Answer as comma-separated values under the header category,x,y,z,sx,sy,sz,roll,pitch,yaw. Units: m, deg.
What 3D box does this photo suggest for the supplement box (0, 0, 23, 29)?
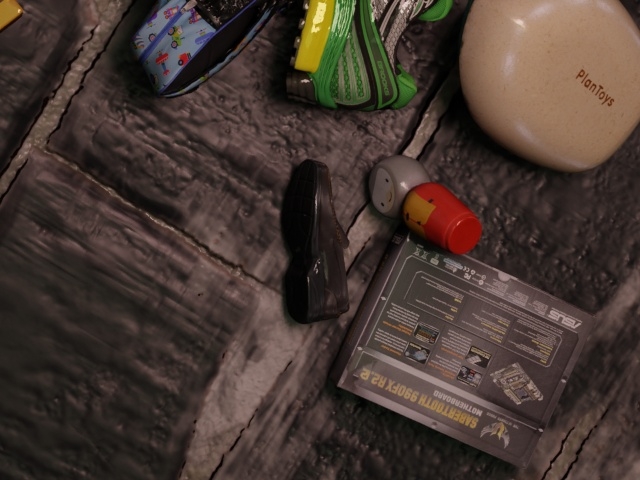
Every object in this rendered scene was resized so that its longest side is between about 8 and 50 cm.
category,x,y,z,sx,sy,sz,roll,pitch,yaw
supplement box,-0.417,-0.236,1.587,0.191,0.129,0.194,-39,101,-4

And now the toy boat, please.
category,x,y,z,sx,sy,sz,roll,pitch,yaw
toy boat,0.182,-0.134,1.691,0.318,0.148,0.267,-50,133,0

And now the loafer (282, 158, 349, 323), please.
category,x,y,z,sx,sy,sz,roll,pitch,yaw
loafer,0.000,0.000,1.728,0.061,0.062,0.170,-3,100,-32

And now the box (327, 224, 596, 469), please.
category,x,y,z,sx,sy,sz,roll,pitch,yaw
box,0.150,0.113,1.760,0.231,0.056,0.183,24,91,-11

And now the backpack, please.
category,x,y,z,sx,sy,sz,roll,pitch,yaw
backpack,-0.118,-0.224,1.636,0.173,0.158,0.117,-44,93,8

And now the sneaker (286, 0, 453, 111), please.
category,x,y,z,sx,sy,sz,roll,pitch,yaw
sneaker,0.070,-0.294,1.665,0.146,0.134,0.344,13,101,0
